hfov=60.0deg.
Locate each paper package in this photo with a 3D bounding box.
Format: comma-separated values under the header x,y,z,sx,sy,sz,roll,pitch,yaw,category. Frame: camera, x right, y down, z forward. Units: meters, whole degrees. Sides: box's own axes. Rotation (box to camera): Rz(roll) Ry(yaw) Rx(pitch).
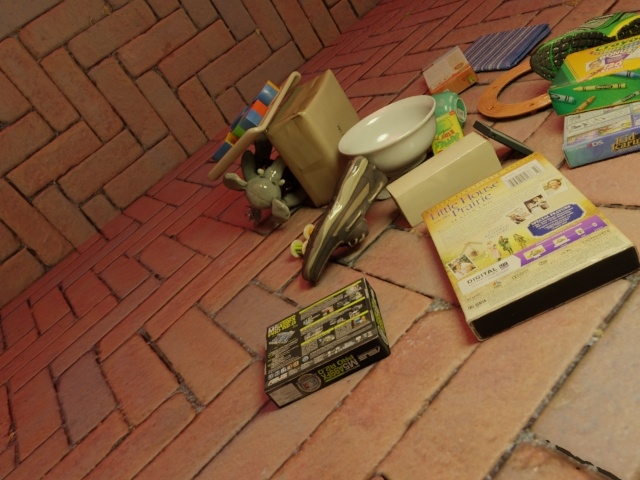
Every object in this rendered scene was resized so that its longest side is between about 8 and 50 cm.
x,y,z,sx,sy,sz,roll,pitch,yaw,category
0.013,-0.326,1.780,0.168,0.325,0.310,-17,33,33,paper package

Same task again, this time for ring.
x,y,z,sx,sy,sz,roll,pitch,yaw,category
0.626,-0.453,1.622,0.336,0.032,0.337,-27,29,16,ring

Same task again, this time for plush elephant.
x,y,z,sx,sy,sz,roll,pitch,yaw,category
-0.166,-0.192,1.833,0.330,0.271,0.255,-60,4,2,plush elephant

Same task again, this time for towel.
x,y,z,sx,sy,sz,roll,pitch,yaw,category
0.627,-0.676,1.989,0.243,0.040,0.336,-44,27,-13,towel

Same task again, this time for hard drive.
x,y,z,sx,sy,sz,roll,pitch,yaw,category
0.457,-0.255,1.389,0.022,0.135,0.094,-62,20,20,hard drive

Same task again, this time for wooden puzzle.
x,y,z,sx,sy,sz,roll,pitch,yaw,category
-0.229,-0.380,1.787,0.322,0.080,0.348,-34,22,46,wooden puzzle

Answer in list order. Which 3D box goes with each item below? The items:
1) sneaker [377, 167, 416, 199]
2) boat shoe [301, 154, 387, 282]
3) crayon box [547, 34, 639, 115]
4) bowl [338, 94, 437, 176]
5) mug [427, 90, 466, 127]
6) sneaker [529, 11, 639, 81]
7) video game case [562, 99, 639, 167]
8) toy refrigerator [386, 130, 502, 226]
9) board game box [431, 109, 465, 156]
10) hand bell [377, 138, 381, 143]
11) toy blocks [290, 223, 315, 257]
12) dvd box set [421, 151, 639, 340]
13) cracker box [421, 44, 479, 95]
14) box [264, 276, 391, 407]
x,y,z,sx,sy,sz,roll,pitch,yaw,category
0.215,-0.170,1.593,0.152,0.061,0.054,-26,30,20,sneaker
0.066,-0.041,1.435,0.356,0.130,0.132,-63,8,4,boat shoe
0.684,-0.383,1.252,0.278,0.081,0.165,-4,39,47,crayon box
0.207,-0.272,1.555,0.297,0.134,0.298,-24,26,13,bowl
0.387,-0.393,1.684,0.097,0.130,0.158,-5,39,39,mug
0.711,-0.515,1.477,0.343,0.134,0.146,-18,32,-7,sneaker
0.692,-0.285,1.240,0.269,0.061,0.244,-14,32,35,video game case
0.313,-0.159,1.418,0.269,0.102,0.094,-33,27,4,toy refrigerator
0.360,-0.276,1.554,0.092,0.043,0.181,-23,49,21,board game box
0.306,-0.294,1.672,0.241,0.126,0.126,-2,40,30,hand bell
0.000,0.000,1.566,0.148,0.054,0.123,-2,41,46,toy blocks
0.391,-0.010,1.132,0.307,0.062,0.420,-29,28,12,dvd box set
0.456,-0.588,1.965,0.155,0.067,0.232,-32,30,22,cracker box
0.006,0.215,1.203,0.270,0.060,0.216,-29,27,11,box
